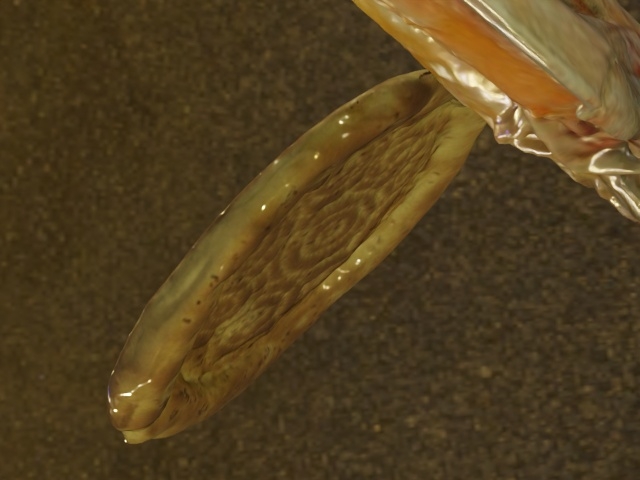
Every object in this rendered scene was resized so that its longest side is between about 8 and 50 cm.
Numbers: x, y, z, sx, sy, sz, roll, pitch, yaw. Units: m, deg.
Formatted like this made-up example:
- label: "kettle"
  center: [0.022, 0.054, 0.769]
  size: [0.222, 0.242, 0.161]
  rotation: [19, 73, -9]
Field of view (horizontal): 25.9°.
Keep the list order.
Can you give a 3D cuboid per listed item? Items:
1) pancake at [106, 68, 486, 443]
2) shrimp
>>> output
- label: "pancake"
  center: [-0.001, 0.000, 0.658]
  size: [0.031, 0.250, 0.250]
  rotation: [44, 121, 13]
- label: "shrimp"
  center: [0.059, -0.061, 0.421]
  size: [0.062, 0.317, 0.164]
  rotation: [-48, 30, 14]
